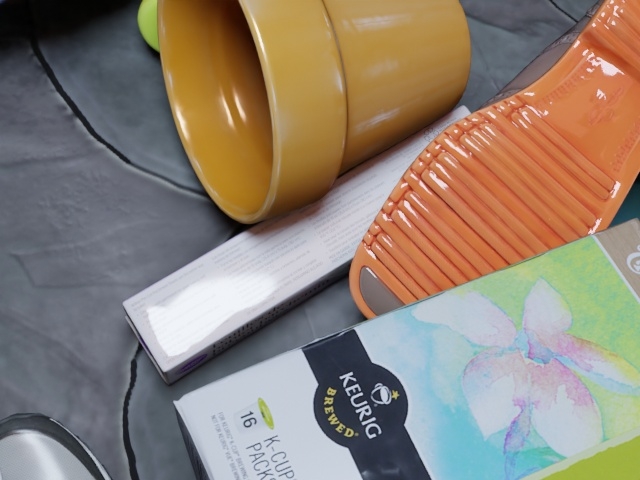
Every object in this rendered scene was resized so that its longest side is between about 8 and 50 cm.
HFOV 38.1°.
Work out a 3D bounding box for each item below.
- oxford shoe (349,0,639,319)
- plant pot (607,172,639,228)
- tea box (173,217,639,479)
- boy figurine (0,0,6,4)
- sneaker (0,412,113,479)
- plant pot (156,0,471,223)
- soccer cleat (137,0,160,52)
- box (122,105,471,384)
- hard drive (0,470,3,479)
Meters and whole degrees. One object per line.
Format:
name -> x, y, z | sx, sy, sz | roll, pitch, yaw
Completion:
oxford shoe -> 0.170, -0.066, 0.696 | 0.364, 0.133, 0.130 | -42, 91, 4
plant pot -> 0.366, -0.002, 0.731 | 0.234, 0.166, 0.165 | -2, 72, -24
tea box -> 0.123, 0.215, 0.574 | 0.324, 0.220, 0.329 | -20, 61, -13
boy figurine -> -0.203, -0.228, 0.748 | 0.285, 0.177, 0.092 | -22, 111, -1
sneaker -> -0.176, 0.246, 0.626 | 0.100, 0.108, 0.271 | -15, 73, -8
plant pot -> 0.002, -0.135, 0.701 | 0.188, 0.205, 0.205 | -17, 75, -24
soccer cleat -> -0.020, -0.228, 0.817 | 0.289, 0.093, 0.121 | -17, 45, -6
box -> 0.000, 0.000, 0.744 | 0.324, 0.063, 0.067 | -32, 78, -14
hard drive -> -0.213, 0.302, 0.563 | 0.040, 0.203, 0.307 | -6, 70, -44
